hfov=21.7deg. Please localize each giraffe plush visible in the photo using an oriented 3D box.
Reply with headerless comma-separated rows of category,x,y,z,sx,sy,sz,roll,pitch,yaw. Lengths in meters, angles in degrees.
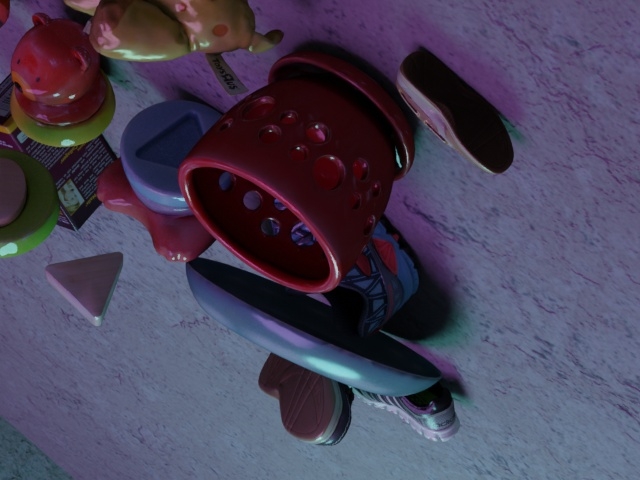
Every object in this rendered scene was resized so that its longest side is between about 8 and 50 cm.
giraffe plush,-0.118,-0.255,1.484,0.210,0.181,0.171,39,137,27

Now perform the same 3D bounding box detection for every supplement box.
supplement box,-0.336,-0.116,2.074,0.080,0.104,0.188,18,148,40

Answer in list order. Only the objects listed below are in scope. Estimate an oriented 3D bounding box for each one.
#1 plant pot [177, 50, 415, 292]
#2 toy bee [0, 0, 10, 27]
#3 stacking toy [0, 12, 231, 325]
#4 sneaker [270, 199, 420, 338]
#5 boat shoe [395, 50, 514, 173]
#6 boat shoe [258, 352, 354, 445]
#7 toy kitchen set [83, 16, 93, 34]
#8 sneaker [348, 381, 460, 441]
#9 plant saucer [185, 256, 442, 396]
plant pot,-0.013,-0.070,1.611,0.191,0.174,0.191,31,154,17
toy bee,-0.495,-0.325,1.865,0.298,0.162,0.195,54,-163,-14
stacking toy,-0.256,-0.088,1.813,0.309,0.279,0.130,32,149,13
sneaker,0.000,0.000,1.775,0.262,0.125,0.104,49,153,-21
boat shoe,0.120,-0.112,1.510,0.135,0.050,0.045,50,159,0
boat shoe,-0.002,0.197,2.118,0.092,0.103,0.285,26,-179,-18
toy kitchen set,-0.194,-0.222,1.730,0.075,0.068,0.083,41,156,-6
sneaker,0.098,0.173,2.023,0.170,0.063,0.075,32,143,30
plant saucer,-0.015,0.103,1.883,0.317,0.044,0.317,24,-176,-2
